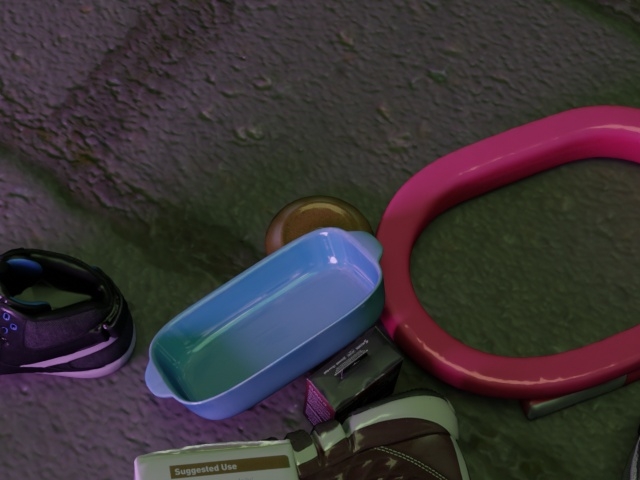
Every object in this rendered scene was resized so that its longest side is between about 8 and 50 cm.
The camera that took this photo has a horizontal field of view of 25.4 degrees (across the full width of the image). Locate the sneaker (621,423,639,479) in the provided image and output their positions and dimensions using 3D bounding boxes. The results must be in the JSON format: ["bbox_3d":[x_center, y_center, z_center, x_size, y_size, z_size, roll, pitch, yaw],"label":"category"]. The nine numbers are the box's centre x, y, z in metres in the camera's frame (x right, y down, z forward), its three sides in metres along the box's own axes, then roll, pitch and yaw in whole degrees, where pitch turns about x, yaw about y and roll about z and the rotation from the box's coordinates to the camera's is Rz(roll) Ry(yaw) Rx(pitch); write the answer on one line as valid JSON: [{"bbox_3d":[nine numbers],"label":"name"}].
[{"bbox_3d":[0.289,0.144,0.967,0.229,0.086,0.132,-31,67,-15],"label":"sneaker"}]

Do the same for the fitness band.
[{"bbox_3d":[0.179,0.009,1.045,0.291,0.054,0.209,-20,66,-13],"label":"fitness band"}]

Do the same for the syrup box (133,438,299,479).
[{"bbox_3d":[-0.045,0.235,0.769,0.096,0.093,0.237,-4,55,-14],"label":"syrup box"}]

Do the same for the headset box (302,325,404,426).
[{"bbox_3d":[0.022,0.099,0.977,0.062,0.083,0.032,-37,71,-17],"label":"headset box"}]

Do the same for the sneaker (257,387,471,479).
[{"bbox_3d":[-0.014,0.212,0.911,0.281,0.106,0.162,-20,69,-12],"label":"sneaker"}]

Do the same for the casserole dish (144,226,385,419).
[{"bbox_3d":[-0.033,0.061,0.990,0.188,0.037,0.114,-34,34,-7],"label":"casserole dish"}]

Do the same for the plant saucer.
[{"bbox_3d":[0.000,0.000,1.062,0.083,0.015,0.083,1,64,-2],"label":"plant saucer"}]

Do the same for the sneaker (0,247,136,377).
[{"bbox_3d":[-0.239,0.049,0.969,0.217,0.121,0.079,-7,64,-6],"label":"sneaker"}]
